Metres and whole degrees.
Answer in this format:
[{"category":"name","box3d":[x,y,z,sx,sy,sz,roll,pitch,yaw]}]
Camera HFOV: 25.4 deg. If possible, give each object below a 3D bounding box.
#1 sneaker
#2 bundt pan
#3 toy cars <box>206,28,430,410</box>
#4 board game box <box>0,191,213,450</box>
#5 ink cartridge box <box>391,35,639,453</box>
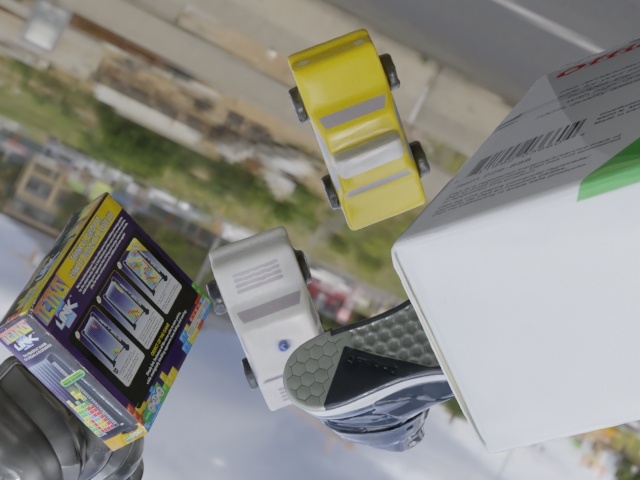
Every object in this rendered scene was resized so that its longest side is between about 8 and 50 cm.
[{"category":"sneaker","box3d":[0.096,0.104,1.154,0.226,0.086,0.163,-15,155,9]},{"category":"bundt pan","box3d":[-0.311,0.277,1.500,0.124,0.331,0.331,36,-176,22]},{"category":"toy cars","box3d":[0.000,0.000,1.337,0.176,0.394,0.087,17,-159,-15]},{"category":"board game box","box3d":[-0.174,0.064,1.166,0.141,0.048,0.170,47,-145,-17]},{"category":"ink cartridge box","box3d":[0.193,-0.030,0.741,0.122,0.211,0.289,64,-149,-12]}]
